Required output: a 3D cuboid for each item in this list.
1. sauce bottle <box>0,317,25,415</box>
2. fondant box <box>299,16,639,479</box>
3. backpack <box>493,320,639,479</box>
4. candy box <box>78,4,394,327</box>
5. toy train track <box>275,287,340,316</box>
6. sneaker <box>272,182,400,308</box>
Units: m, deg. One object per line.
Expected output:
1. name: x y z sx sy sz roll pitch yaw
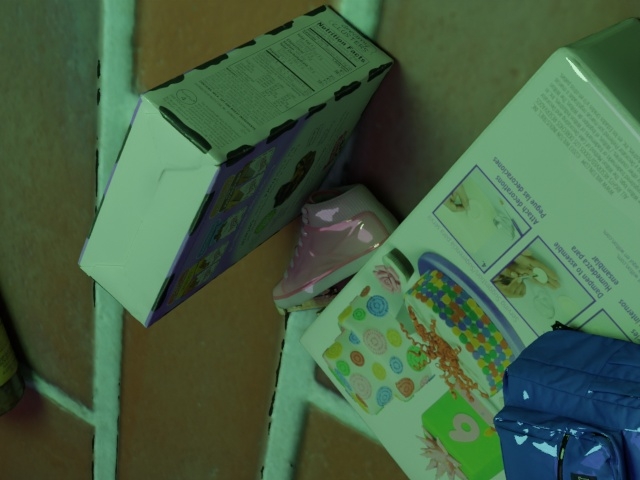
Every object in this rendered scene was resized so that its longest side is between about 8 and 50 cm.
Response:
1. sauce bottle: -0.417 0.032 1.130 0.111 0.111 0.344 1 117 37
2. fondant box: 0.158 0.058 0.697 0.238 0.096 0.330 50 134 11
3. backpack: 0.163 0.113 0.582 0.120 0.101 0.098 5 121 39
4. candy box: -0.057 -0.054 0.736 0.070 0.196 0.165 41 134 11
5. toy train track: -0.007 0.054 0.895 0.083 0.014 0.048 -11 109 42
6. sneaker: 0.000 0.000 0.830 0.134 0.051 0.070 -30 98 39
